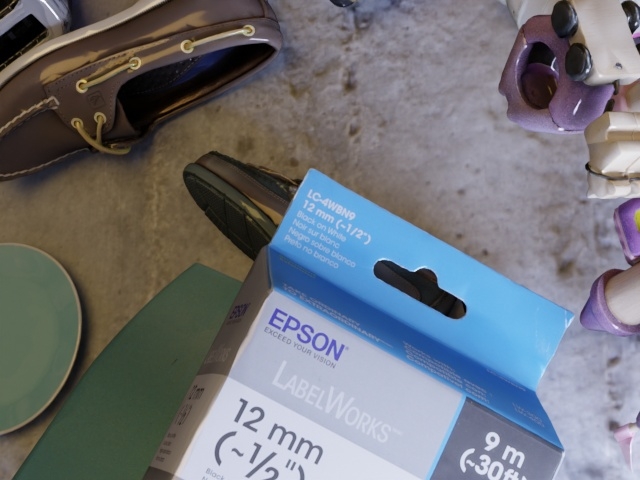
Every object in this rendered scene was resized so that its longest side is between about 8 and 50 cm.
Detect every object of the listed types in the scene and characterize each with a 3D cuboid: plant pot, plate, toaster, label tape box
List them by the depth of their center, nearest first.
[{"bbox_3d":[0.030,0.147,0.991,0.249,0.115,0.347,29,79,-10],"label":"label tape box"},{"bbox_3d":[-0.099,0.153,1.129,0.165,0.166,0.234,23,76,26],"label":"plant pot"},{"bbox_3d":[-0.303,0.094,1.298,0.188,0.024,0.188,-7,71,19],"label":"plate"},{"bbox_3d":[-0.325,-0.216,1.329,0.227,0.129,0.146,-34,31,6],"label":"toaster"}]

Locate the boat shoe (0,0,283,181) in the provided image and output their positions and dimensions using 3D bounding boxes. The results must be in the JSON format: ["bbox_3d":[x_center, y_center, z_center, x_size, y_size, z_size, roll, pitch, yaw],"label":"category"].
[{"bbox_3d":[-0.187,-0.140,1.284,0.324,0.116,0.096,-29,61,3],"label":"boat shoe"}]

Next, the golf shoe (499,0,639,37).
[{"bbox_3d":[0.260,-0.248,1.098,0.306,0.115,0.140,-42,69,51],"label":"golf shoe"}]

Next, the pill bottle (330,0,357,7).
[{"bbox_3d":[0.086,-0.307,1.228,0.219,0.123,0.123,-24,66,11],"label":"pill bottle"}]

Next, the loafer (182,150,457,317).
[{"bbox_3d":[0.000,0.000,1.188,0.267,0.096,0.084,38,68,20],"label":"loafer"}]

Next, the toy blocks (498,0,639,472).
[{"bbox_3d":[0.251,0.003,0.995,0.260,0.309,0.288,-36,63,54],"label":"toy blocks"}]

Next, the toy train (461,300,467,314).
[{"bbox_3d":[0.141,0.106,1.115,0.027,0.036,0.158,-19,67,14],"label":"toy train"}]
